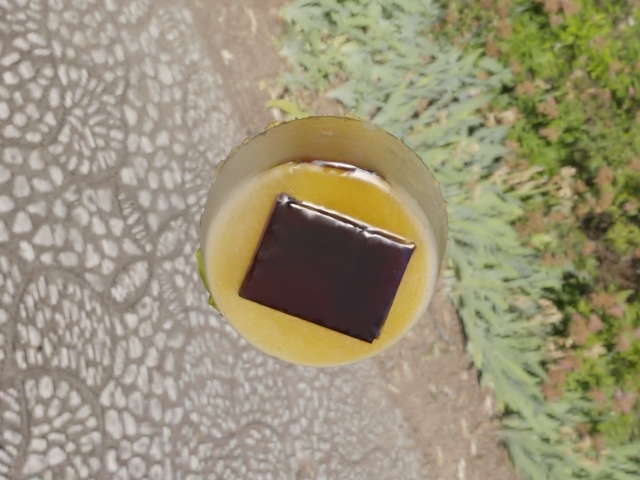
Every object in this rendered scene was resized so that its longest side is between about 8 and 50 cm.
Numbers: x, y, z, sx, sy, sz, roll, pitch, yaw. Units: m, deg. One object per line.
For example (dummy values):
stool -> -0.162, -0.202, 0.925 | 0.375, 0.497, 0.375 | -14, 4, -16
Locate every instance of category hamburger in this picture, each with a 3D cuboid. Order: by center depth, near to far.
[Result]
hamburger -> 0.000, 0.000, 1.103 | 0.170, 0.302, 0.302 | -86, 154, -68
